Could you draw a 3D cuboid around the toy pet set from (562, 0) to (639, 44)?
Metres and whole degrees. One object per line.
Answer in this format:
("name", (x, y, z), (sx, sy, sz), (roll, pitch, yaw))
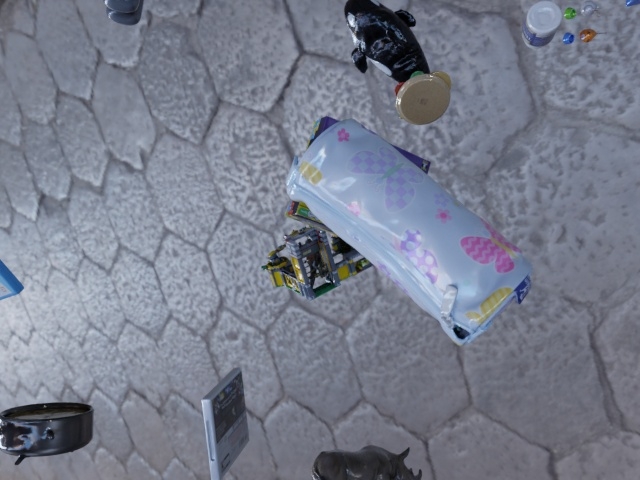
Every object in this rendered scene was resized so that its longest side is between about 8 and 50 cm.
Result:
("toy pet set", (0.372, -0.313, 0.818), (0.065, 0.114, 0.122), (33, 134, 54))

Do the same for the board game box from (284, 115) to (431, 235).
("board game box", (0.054, -0.071, 0.892), (0.048, 0.170, 0.140), (-1, 71, 67))

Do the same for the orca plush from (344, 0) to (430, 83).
("orca plush", (0.145, -0.372, 1.329), (0.151, 0.102, 0.287), (-22, 102, 7))

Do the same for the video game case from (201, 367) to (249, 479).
("video game case", (-0.195, 0.378, 1.368), (0.022, 0.190, 0.173), (-4, 97, 13))

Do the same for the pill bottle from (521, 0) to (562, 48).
("pill bottle", (0.447, -0.434, 1.333), (0.067, 0.120, 0.066), (-1, 87, 10))

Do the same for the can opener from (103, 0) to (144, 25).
("can opener", (-0.256, -0.424, 0.858), (0.074, 0.093, 0.280), (144, 129, -78))

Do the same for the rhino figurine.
("rhino figurine", (0.086, 0.394, 1.090), (0.073, 0.243, 0.106), (-49, 48, 35))

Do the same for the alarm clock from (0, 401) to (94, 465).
("alarm clock", (-0.395, 0.276, 0.973), (0.130, 0.192, 0.064), (0, 90, 9))

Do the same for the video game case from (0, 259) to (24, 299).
("video game case", (-0.464, 0.036, 0.836), (0.166, 0.015, 0.119), (-17, 116, 35))

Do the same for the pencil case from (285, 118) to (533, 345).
("pencil case", (0.091, -0.010, 0.708), (0.273, 0.124, 0.113), (43, 153, 11))

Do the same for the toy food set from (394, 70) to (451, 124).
("toy food set", (0.149, -0.208, 0.957), (0.020, 0.083, 0.083), (-97, 6, -52))

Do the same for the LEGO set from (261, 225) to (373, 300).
("LEGO set", (0.000, 0.000, 1.744), (0.255, 0.332, 0.192), (35, 145, 63))
